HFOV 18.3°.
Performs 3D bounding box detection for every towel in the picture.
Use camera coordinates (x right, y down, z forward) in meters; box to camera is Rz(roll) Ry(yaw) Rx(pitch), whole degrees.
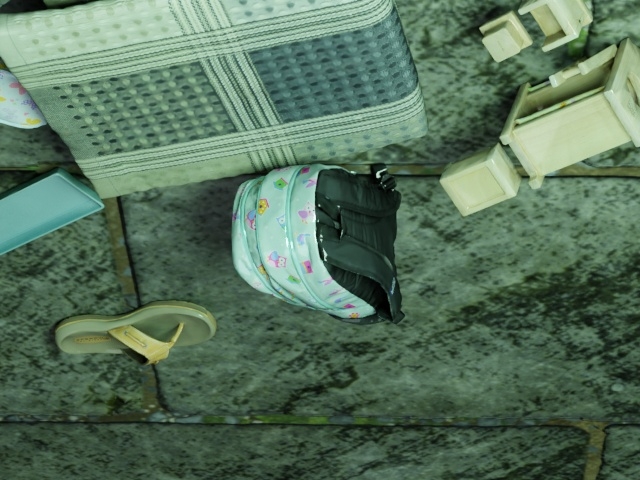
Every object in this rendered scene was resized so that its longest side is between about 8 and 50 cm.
[{"bbox_3d":[-0.087,-0.146,1.670,0.324,0.056,0.312,-10,154,8],"label":"towel"}]

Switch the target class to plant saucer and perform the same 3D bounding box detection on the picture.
[{"bbox_3d":[-0.299,-0.021,1.917,0.192,0.018,0.067,-23,138,30],"label":"plant saucer"}]

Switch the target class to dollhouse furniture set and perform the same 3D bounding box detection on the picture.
[{"bbox_3d":[0.167,-0.138,1.694,0.182,0.101,0.161,-22,114,31],"label":"dollhouse furniture set"}]

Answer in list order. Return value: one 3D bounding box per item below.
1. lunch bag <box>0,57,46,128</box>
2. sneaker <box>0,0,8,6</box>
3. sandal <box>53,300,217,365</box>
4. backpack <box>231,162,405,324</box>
[{"bbox_3d":[-0.266,-0.138,1.719,0.083,0.053,0.071,17,141,-4],"label":"lunch bag"},{"bbox_3d":[-0.300,-0.232,1.548,0.130,0.109,0.286,33,132,-25],"label":"sneaker"},{"bbox_3d":[-0.192,0.104,2.063,0.180,0.049,0.072,-7,144,13],"label":"sandal"},{"bbox_3d":[0.000,0.000,1.784,0.115,0.152,0.182,-13,164,22],"label":"backpack"}]
